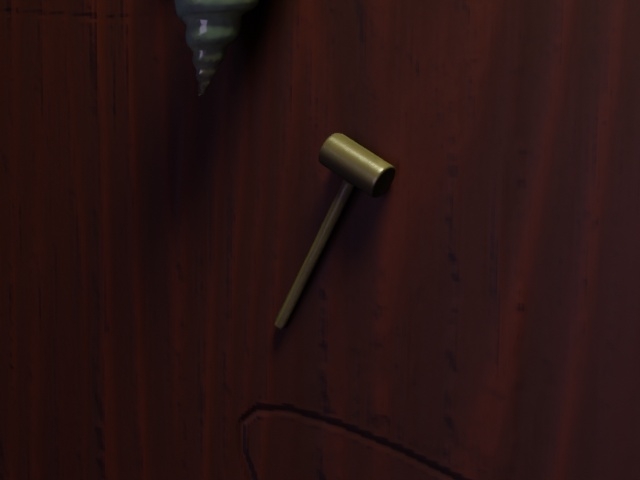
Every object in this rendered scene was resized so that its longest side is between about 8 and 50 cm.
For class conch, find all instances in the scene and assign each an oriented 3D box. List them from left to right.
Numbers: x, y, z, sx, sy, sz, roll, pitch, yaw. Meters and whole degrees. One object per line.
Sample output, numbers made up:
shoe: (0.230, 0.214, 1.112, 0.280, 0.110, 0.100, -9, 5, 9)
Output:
conch: (-0.047, -0.163, 0.512, 0.065, 0.088, 0.180, 10, 94, -16)

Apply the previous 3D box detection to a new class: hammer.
hammer: (0.000, 0.000, 0.521, 0.035, 0.019, 0.110, 36, 115, 22)
